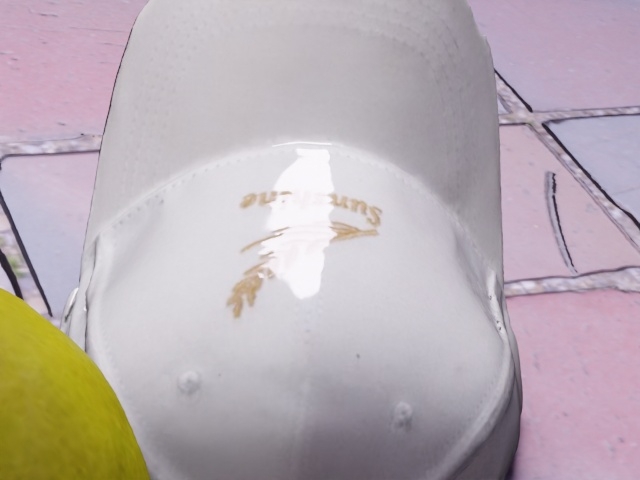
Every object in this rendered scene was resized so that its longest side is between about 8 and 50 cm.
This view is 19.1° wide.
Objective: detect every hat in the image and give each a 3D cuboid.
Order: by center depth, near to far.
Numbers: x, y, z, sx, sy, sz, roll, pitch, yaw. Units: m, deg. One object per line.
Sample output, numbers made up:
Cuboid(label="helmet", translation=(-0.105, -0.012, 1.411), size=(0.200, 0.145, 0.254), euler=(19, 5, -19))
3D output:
Cuboid(label="hat", translation=(-0.001, 0.003, 0.943), size=(0.258, 0.301, 0.168), euler=(5, 11, -7))

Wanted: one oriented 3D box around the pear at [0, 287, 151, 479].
Cuboid(label="pear", translation=(-0.189, 0.128, 0.688), size=(0.269, 0.269, 0.321), euler=(1, 46, -15))
